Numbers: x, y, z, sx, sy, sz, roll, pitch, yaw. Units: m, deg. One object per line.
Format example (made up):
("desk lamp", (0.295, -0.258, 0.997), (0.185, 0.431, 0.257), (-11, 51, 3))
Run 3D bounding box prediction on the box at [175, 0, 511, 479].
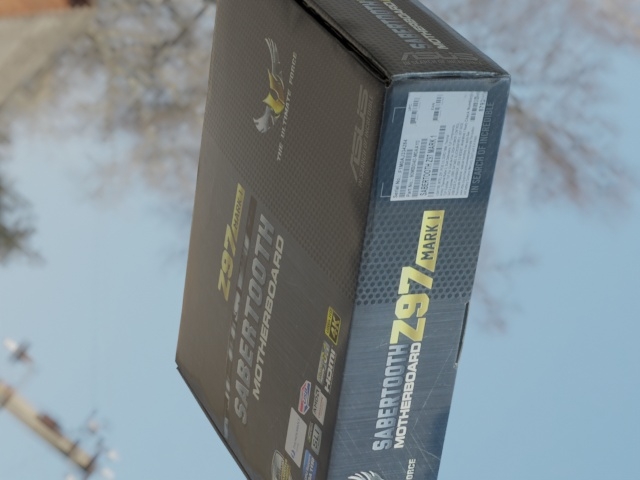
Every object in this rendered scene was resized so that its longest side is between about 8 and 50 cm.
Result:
("box", (0.000, 0.000, 0.820), (0.183, 0.059, 0.232), (-129, -137, -54))
